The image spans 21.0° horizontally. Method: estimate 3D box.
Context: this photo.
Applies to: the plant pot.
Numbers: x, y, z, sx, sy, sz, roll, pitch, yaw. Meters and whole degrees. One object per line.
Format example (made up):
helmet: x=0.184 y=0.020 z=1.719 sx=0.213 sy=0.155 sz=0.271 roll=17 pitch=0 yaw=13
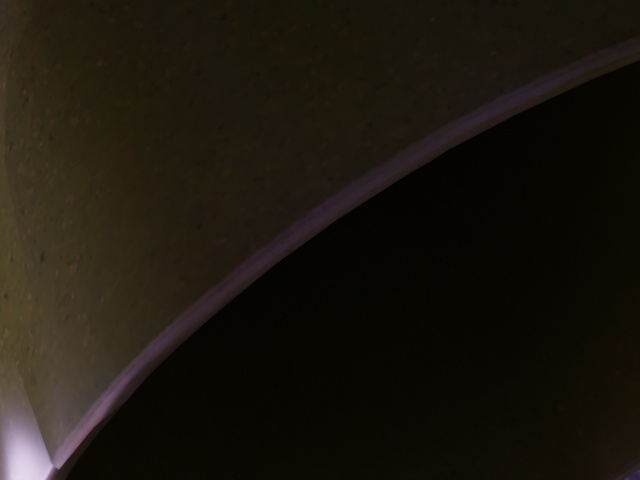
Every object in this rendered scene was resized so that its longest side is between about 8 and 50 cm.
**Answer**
plant pot: x=-0.015 y=-0.074 z=0.512 sx=0.294 sy=0.274 sz=0.275 roll=60 pitch=178 yaw=27
